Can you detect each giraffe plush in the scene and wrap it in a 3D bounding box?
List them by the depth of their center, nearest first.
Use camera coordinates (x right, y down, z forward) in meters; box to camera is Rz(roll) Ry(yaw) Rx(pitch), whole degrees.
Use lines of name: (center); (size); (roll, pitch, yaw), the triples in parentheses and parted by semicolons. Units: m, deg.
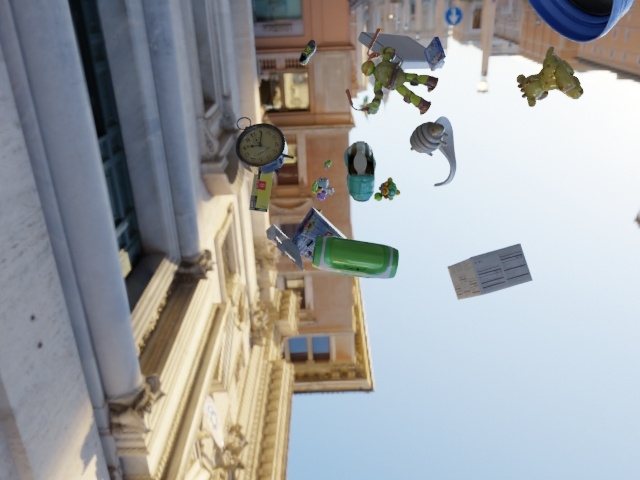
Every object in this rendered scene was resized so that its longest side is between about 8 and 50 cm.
giraffe plush: (0.806, -0.563, 2.011); (0.170, 0.210, 0.181); (-35, -147, 36)

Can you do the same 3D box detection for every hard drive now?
hard drive: (0.343, -0.785, 2.329); (0.233, 0.047, 0.353); (43, -143, 22)

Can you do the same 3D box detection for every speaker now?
speaker: (0.124, 0.061, 2.010); (0.296, 0.131, 0.131); (9, -156, -3)

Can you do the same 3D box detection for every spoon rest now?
spoon rest: (0.491, -0.351, 2.218); (0.084, 0.276, 0.137); (6, -166, 41)

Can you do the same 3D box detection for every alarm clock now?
alarm clock: (-0.161, -0.250, 1.464); (0.129, 0.064, 0.192); (-32, -109, -6)

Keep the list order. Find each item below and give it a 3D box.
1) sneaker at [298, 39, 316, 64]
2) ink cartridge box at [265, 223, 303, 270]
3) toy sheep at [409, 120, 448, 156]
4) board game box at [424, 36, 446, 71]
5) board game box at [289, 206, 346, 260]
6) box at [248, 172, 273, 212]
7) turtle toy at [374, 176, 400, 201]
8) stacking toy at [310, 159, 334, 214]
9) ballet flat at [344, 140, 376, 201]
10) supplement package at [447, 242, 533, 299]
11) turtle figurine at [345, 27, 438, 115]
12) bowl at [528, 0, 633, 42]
sneaker: (-0.040, -0.586, 1.753); (0.031, 0.083, 0.035); (30, -160, 6)
ink cartridge box: (-0.128, 0.036, 2.009); (0.045, 0.145, 0.179); (-39, -153, 14)
toy sheep: (0.287, -0.274, 1.519); (0.091, 0.091, 0.132); (-22, 169, -38)
board game box: (0.427, -0.697, 2.103); (0.020, 0.090, 0.090); (-11, 165, -21)
board game box: (0.000, 0.000, 2.141); (0.194, 0.194, 0.060); (27, -160, -22)
box: (-0.240, -0.233, 2.301); (0.058, 0.232, 0.087); (8, -177, -26)
turtle toy: (0.299, -0.224, 2.568); (0.066, 0.095, 0.130); (-21, 167, -46)
stacking toy: (0.011, -0.227, 2.481); (0.052, 0.221, 0.167); (18, -126, 12)
ballet flat: (0.104, -0.198, 1.410); (0.083, 0.087, 0.247); (2, -140, -1)
supplement package: (0.631, 0.122, 2.117); (0.204, 0.145, 0.262); (-15, 172, -8)
turtle figurine: (0.195, -0.428, 1.457); (0.217, 0.087, 0.269); (20, -114, -9)
bowl: (0.558, -0.642, 1.266); (0.077, 0.391, 0.391); (-32, -155, 4)
